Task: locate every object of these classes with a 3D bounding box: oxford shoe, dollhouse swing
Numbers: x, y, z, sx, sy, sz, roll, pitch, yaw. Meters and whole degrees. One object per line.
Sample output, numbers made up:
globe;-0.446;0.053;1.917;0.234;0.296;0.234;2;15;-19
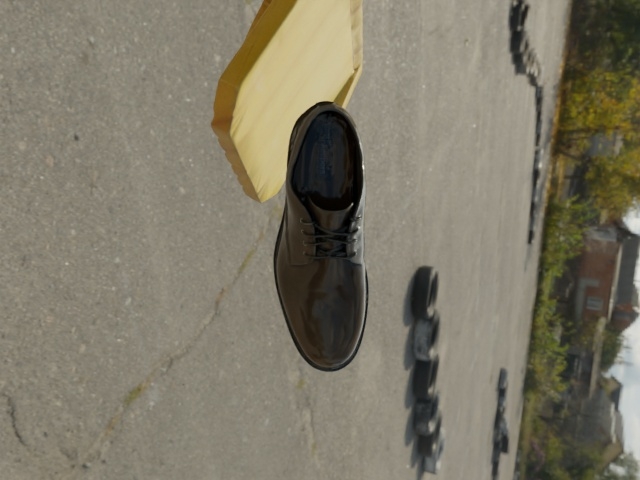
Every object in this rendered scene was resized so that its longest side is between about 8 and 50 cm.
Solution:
oxford shoe;0.000;0.000;0.496;0.096;0.082;0.227;-131;-143;-86
dollhouse swing;-0.104;-0.289;0.853;0.305;0.315;0.347;-45;165;-9
